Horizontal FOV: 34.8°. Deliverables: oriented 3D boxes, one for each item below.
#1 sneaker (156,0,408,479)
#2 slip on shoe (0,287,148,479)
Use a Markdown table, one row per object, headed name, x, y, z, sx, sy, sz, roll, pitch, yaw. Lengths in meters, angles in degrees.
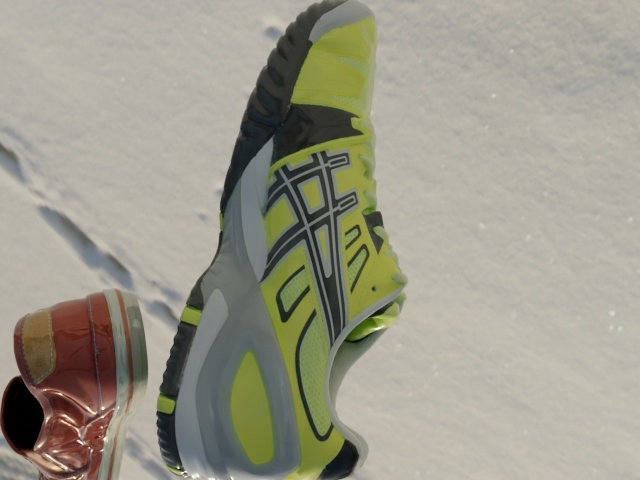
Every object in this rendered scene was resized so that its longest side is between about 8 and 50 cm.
| name | x | y | z | sx | sy | sz | roll | pitch | yaw |
| --- | --- | --- | --- | --- | --- | --- | --- | --- | --- |
| sneaker | 0.000 | 0.000 | 0.768 | 0.147 | 0.384 | 0.145 | 11 | 165 | 9 |
| slip on shoe | -0.218 | 0.144 | 0.856 | 0.331 | 0.101 | 0.123 | 118 | 142 | -54 |
